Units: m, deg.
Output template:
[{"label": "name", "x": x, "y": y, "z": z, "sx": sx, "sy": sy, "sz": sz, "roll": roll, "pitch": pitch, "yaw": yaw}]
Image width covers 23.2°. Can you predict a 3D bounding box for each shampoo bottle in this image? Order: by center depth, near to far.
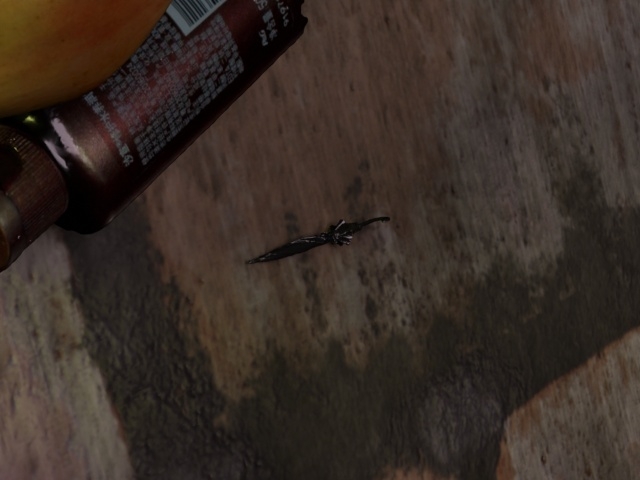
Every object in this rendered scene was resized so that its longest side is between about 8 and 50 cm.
[{"label": "shampoo bottle", "x": -0.133, "y": -0.101, "z": 1.033, "sx": 0.129, "sy": 0.084, "sz": 0.323, "roll": 58, "pitch": 48, "yaw": -21}]

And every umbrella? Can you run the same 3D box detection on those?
[{"label": "umbrella", "x": -0.003, "y": 0.000, "z": 1.207, "sx": 0.149, "sy": 0.022, "sz": 0.022, "roll": -16, "pitch": 101, "yaw": -38}]

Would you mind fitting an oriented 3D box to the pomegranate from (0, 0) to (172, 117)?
[{"label": "pomegranate", "x": -0.178, "y": -0.199, "z": 0.858, "sx": 0.270, "sy": 0.252, "sz": 0.229, "roll": -39, "pitch": 141, "yaw": -22}]
